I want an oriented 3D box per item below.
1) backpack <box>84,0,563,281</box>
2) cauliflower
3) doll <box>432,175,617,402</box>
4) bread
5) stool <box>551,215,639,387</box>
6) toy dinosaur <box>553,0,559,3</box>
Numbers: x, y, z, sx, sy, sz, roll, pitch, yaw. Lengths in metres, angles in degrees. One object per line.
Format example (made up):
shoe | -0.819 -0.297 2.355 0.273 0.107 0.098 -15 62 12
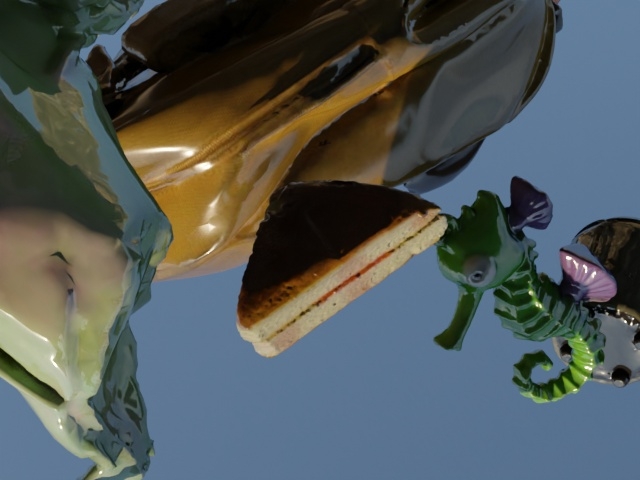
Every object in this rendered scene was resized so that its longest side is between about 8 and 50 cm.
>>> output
backpack | -0.029 -0.088 1.074 0.378 0.201 0.353 -32 -174 -23
cauliflower | -0.122 -0.049 0.446 0.239 0.256 0.315 -42 -94 20
doll | 0.129 0.039 1.011 0.115 0.190 0.050 -43 -145 6
bread | 0.000 0.000 0.732 0.109 0.043 0.062 -32 -120 -2
stool | 0.213 0.044 1.128 0.096 0.096 0.110 1 -143 25
toy dinosaur | 0.188 -0.233 1.281 0.032 0.108 0.220 -10 -113 45
